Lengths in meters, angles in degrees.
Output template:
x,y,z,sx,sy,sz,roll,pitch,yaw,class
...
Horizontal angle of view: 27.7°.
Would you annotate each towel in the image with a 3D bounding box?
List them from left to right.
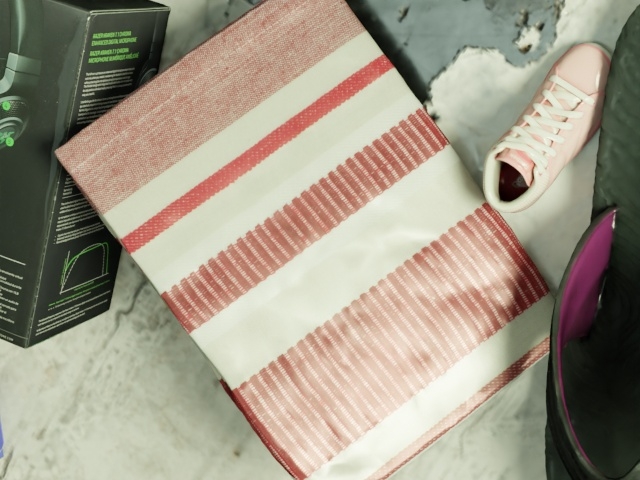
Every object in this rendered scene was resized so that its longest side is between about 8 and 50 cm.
x,y,z,sx,sy,sz,roll,pitch,yaw,class
0.000,0.000,0.930,0.237,0.037,0.329,-36,92,-8,towel

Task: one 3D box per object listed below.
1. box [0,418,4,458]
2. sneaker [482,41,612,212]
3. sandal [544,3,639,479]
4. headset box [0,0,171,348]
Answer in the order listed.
x,y,z,sx,sy,sz,roll,pitch,yaw,class
-0.337,0.158,1.153,0.136,0.028,0.081,-3,100,18,box
0.157,-0.074,0.896,0.051,0.070,0.134,35,110,13,sneaker
0.211,0.056,0.854,0.167,0.107,0.446,9,100,45,sandal
-0.274,-0.097,1.018,0.246,0.131,0.283,18,107,17,headset box
